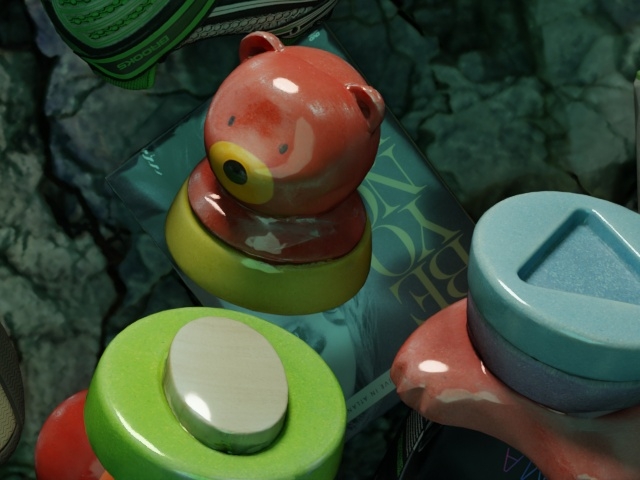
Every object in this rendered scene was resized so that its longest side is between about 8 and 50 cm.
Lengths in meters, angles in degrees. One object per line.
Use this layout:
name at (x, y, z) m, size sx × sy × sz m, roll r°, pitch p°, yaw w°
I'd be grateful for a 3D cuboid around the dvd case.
dvd case at (0.000, 0.000, 1.034) m, size 0.164 × 0.018 × 0.221 m, roll -37°, pitch 97°, yaw 6°

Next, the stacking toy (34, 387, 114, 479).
stacking toy at (-0.055, 0.172, 0.931) m, size 0.141 × 0.330 × 0.141 m, roll -18°, pitch 123°, yaw -30°

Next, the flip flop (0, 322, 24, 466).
flip flop at (-0.295, 0.043, 1.009) m, size 0.277 × 0.112 × 0.080 m, roll 36°, pitch 123°, yaw -7°

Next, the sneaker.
sneaker at (-0.004, -0.202, 0.968) m, size 0.344 × 0.134 × 0.146 m, roll -22°, pitch 134°, yaw -3°

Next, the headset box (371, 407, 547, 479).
headset box at (0.120, 0.245, 1.009) m, size 0.246 × 0.131 × 0.283 m, roll 28°, pitch 102°, yaw -4°

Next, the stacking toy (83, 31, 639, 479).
stacking toy at (0.041, 0.031, 0.858) m, size 0.309 × 0.279 × 0.130 m, roll 23°, pitch 127°, yaw 9°

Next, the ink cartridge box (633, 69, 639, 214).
ink cartridge box at (0.369, -0.005, 0.979) m, size 0.353 × 0.119 × 0.207 m, roll -4°, pitch 98°, yaw 1°
